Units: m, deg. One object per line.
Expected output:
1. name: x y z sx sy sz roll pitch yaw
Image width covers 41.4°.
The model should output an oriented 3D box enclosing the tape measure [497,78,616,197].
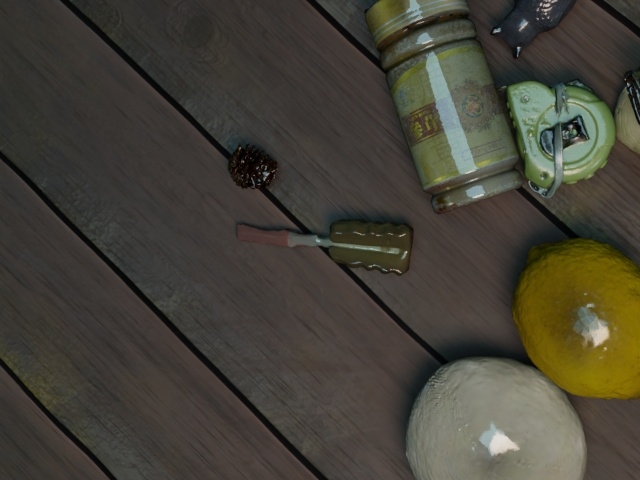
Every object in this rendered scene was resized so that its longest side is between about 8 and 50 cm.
1. tape measure: 0.358 -0.159 1.262 0.154 0.087 0.178 -14 92 9

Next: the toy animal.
1. toy animal: 0.347 -0.360 1.239 0.121 0.117 0.210 39 99 2

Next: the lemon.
1. lemon: 0.384 0.111 1.216 0.204 0.204 0.260 -34 71 13

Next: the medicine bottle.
1. medicine bottle: 0.187 -0.211 1.265 0.151 0.151 0.323 -19 89 14

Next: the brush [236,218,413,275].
1. brush: 0.000 0.000 1.370 0.300 0.071 0.084 7 98 18

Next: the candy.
1. candy: 0.259 0.313 1.262 0.295 0.185 0.296 1 95 11

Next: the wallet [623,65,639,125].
1. wallet: 0.587 -0.198 1.169 0.316 0.044 0.169 -17 87 -10

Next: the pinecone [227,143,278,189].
1. pinecone: -0.111 -0.119 1.384 0.083 0.077 0.077 8 96 -11

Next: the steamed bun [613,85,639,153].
1. steamed bun: 0.494 -0.177 1.226 0.129 0.091 0.113 8 96 12
